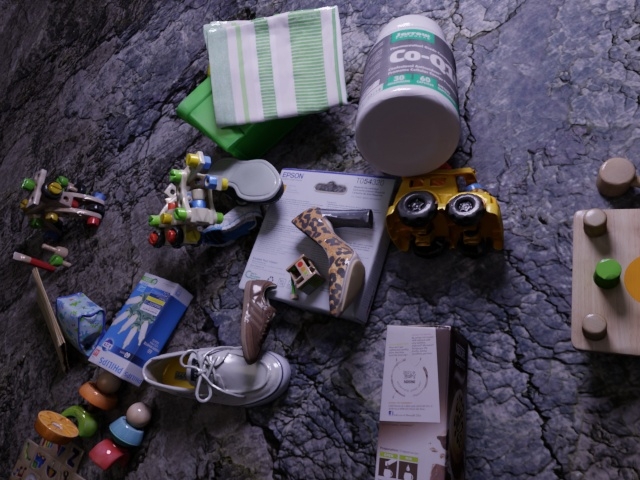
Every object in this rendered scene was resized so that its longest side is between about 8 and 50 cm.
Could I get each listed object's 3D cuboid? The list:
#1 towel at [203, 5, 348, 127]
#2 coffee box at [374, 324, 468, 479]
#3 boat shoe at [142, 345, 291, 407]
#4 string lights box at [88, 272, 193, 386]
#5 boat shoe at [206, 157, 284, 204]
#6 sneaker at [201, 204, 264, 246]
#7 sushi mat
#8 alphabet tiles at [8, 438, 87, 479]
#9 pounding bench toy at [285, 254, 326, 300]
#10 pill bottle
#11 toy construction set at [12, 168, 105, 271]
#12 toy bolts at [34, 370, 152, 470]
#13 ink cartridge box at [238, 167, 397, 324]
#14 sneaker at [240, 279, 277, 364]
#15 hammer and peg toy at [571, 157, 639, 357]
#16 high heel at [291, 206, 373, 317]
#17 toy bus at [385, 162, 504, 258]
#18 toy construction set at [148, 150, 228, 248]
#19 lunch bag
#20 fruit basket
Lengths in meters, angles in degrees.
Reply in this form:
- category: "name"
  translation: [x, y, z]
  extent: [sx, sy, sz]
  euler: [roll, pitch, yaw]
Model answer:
- category: "towel"
  translation: [-0.106, -0.413, 1.190]
  extent: [0.325, 0.038, 0.247]
  euler: [-6, 95, 6]
- category: "coffee box"
  translation: [0.185, 0.310, 0.887]
  extent: [0.119, 0.168, 0.297]
  euler: [-3, 69, 27]
- category: "boat shoe"
  translation: [-0.255, 0.294, 1.131]
  extent: [0.367, 0.156, 0.135]
  euler: [-3, 69, 27]
- category: "string lights box"
  translation: [-0.455, 0.223, 1.286]
  extent: [0.133, 0.076, 0.259]
  euler: [13, 64, 31]
- category: "boat shoe"
  translation: [-0.175, -0.143, 1.273]
  extent: [0.303, 0.091, 0.114]
  euler: [28, 79, 48]
- category: "sneaker"
  translation: [-0.232, -0.047, 1.323]
  extent: [0.191, 0.071, 0.082]
  euler: [-20, 48, 16]
- category: "sushi mat"
  translation: [-0.794, 0.232, 1.473]
  extent: [0.316, 0.019, 0.151]
  euler: [48, 139, 33]
- category: "alphabet tiles"
  translation: [-0.739, 0.688, 1.314]
  extent: [0.285, 0.011, 0.342]
  euler: [12, 76, 31]
- category: "pounding bench toy"
  translation: [-0.045, 0.082, 1.088]
  extent: [0.083, 0.052, 0.065]
  euler: [-41, 56, 7]
- category: "pill bottle"
  translation: [0.188, -0.322, 1.071]
  extent: [0.204, 0.204, 0.361]
  euler: [-13, 43, 23]
- category: "toy construction set"
  translation: [-0.855, -0.075, 1.551]
  extent: [0.258, 0.237, 0.308]
  euler: [13, 77, 31]
- category: "toy bolts"
  translation: [-0.529, 0.422, 1.214]
  extent: [0.229, 0.218, 0.158]
  euler: [32, 80, 16]
- category: "ink cartridge box"
  translation: [0.000, 0.000, 1.172]
  extent: [0.324, 0.071, 0.330]
  euler: [10, 73, 32]
- category: "sneaker"
  translation: [-0.131, 0.173, 1.091]
  extent: [0.071, 0.066, 0.188]
  euler: [-4, 67, 5]
- category: "hammer and peg toy"
  translation: [0.565, 0.016, 0.830]
  extent: [0.266, 0.127, 0.361]
  euler: [2, 71, 28]
- category: "high heel"
  translation: [0.000, 0.041, 1.052]
  extent: [0.186, 0.093, 0.261]
  euler: [0, 55, 24]
- category: "toy bus"
  translation: [0.266, -0.082, 1.035]
  extent: [0.220, 0.149, 0.211]
  euler: [1, 54, 26]
- category: "toy construction set"
  translation: [-0.350, -0.089, 1.278]
  extent: [0.328, 0.151, 0.214]
  euler: [-8, 81, 62]
- category: "lunch bag"
  translation: [-0.675, 0.242, 1.415]
  extent: [0.129, 0.096, 0.151]
  euler: [24, 112, 33]
- category: "fruit basket"
  translation: [-0.209, -0.436, 1.363]
  extent: [0.392, 0.283, 0.391]
  euler: [-2, 83, 15]
